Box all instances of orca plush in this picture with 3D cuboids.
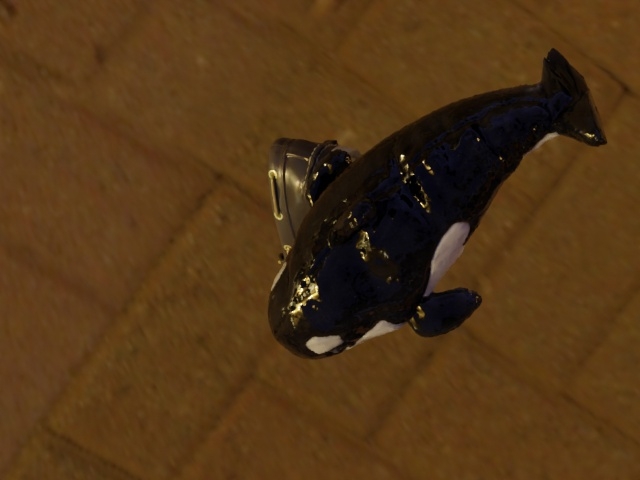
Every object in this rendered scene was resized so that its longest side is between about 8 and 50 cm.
[{"bbox_3d":[0.061,-0.011,1.272,0.287,0.102,0.151,-26,84,25],"label":"orca plush"}]

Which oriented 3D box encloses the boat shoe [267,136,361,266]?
[{"bbox_3d":[0.000,0.000,1.576,0.081,0.069,0.227,-57,155,-36],"label":"boat shoe"}]
